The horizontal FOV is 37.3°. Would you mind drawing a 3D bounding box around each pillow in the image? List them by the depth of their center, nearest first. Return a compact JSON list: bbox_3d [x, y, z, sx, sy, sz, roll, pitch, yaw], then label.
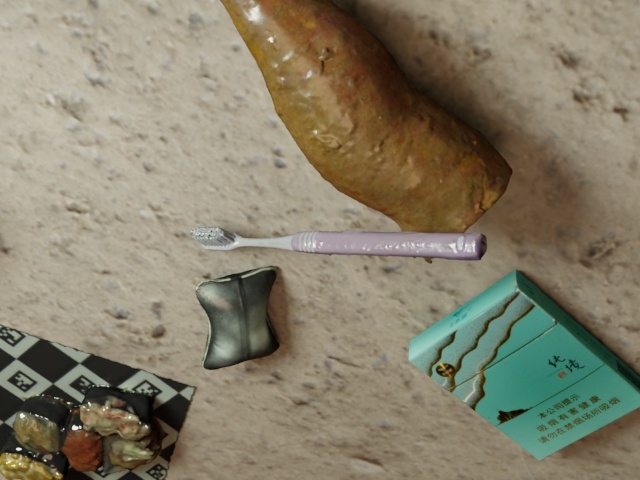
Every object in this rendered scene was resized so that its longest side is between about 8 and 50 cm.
[{"bbox_3d":[-0.091,0.089,1.064,0.091,0.055,0.135,5,129,1],"label":"pillow"}]

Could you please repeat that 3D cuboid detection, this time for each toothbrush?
[{"bbox_3d":[0.000,0.000,0.906,0.354,0.024,0.029,2,161,41],"label":"toothbrush"}]

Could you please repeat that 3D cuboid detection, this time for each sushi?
[{"bbox_3d":[-0.335,0.256,1.222,0.292,0.059,0.294,18,128,-6],"label":"sushi"}]

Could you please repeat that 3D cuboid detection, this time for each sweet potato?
[{"bbox_3d":[0.019,-0.123,0.847,0.337,0.131,0.131,38,122,-21],"label":"sweet potato"}]

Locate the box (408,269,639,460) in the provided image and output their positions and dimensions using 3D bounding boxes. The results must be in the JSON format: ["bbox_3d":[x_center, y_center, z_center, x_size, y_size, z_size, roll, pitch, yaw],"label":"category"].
[{"bbox_3d":[0.236,0.149,1.077,0.229,0.041,0.162,39,122,-21],"label":"box"}]
